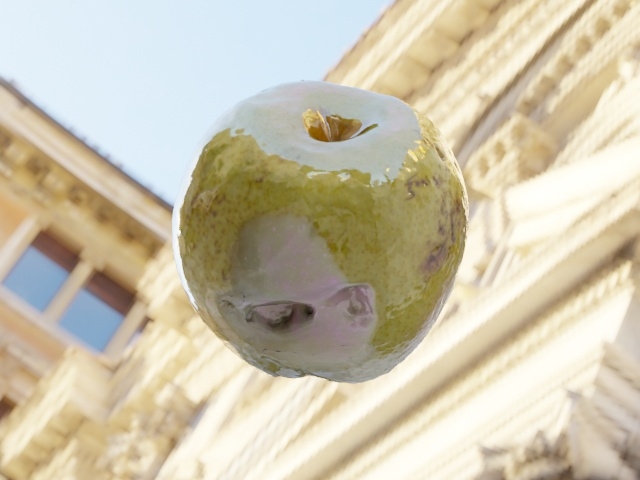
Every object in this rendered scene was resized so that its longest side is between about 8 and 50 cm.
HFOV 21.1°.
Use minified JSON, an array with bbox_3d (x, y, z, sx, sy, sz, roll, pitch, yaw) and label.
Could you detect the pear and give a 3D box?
[{"bbox_3d":[0.000,0.000,0.976,0.178,0.178,0.178,17,-42,16],"label":"pear"}]
